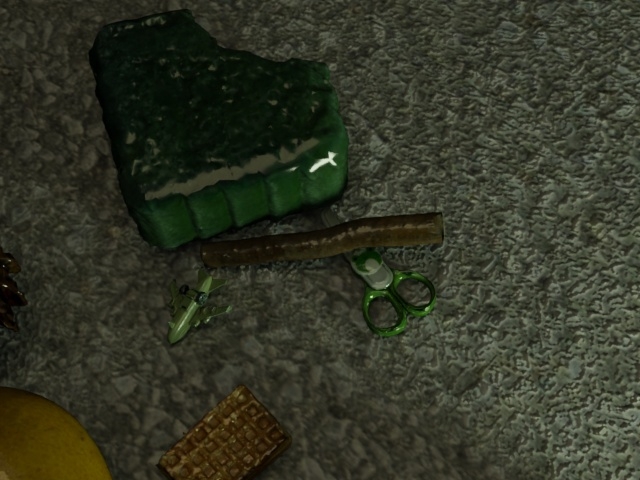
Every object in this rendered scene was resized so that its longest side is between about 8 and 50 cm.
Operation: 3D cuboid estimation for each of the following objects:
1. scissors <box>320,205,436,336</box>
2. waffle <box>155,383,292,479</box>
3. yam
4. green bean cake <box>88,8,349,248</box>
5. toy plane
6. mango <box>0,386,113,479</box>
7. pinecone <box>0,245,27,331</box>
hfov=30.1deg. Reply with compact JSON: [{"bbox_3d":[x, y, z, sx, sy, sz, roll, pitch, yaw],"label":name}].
[{"bbox_3d":[0.062,0.033,1.579,0.101,0.027,0.204,-33,64,-14],"label":"scissors"},{"bbox_3d":[-0.119,0.261,1.468,0.148,0.042,0.102,-41,66,-15],"label":"waffle"},{"bbox_3d":[0.000,0.000,1.566,0.326,0.045,0.045,-7,100,10],"label":"yam"},{"bbox_3d":[-0.135,-0.165,1.616,0.307,0.169,0.300,-15,65,-4],"label":"green bean cake"},{"bbox_3d":[-0.170,0.086,1.562,0.102,0.040,0.111,20,63,34],"label":"toy plane"},{"bbox_3d":[-0.341,0.341,1.350,0.263,0.221,0.378,-37,75,-17],"label":"mango"},{"bbox_3d":[-0.515,0.052,1.477,0.242,0.298,0.296,-29,56,21],"label":"pinecone"}]
